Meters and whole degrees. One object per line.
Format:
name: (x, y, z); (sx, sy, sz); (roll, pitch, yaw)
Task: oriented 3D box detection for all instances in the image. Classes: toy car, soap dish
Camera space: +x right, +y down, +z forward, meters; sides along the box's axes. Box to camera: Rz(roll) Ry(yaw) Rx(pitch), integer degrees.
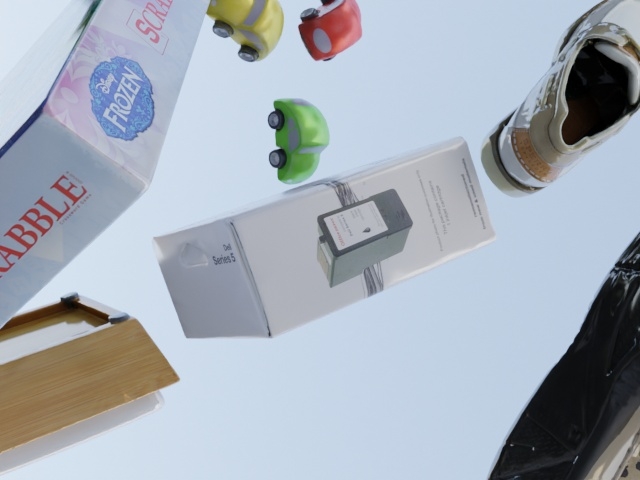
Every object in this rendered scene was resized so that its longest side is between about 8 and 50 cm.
toy car: (-0.021, -0.175, 1.036); (0.053, 0.239, 0.225); (2, -82, 42)
soap dish: (-0.339, 0.157, 1.045); (0.229, 0.291, 0.118); (11, -65, 55)

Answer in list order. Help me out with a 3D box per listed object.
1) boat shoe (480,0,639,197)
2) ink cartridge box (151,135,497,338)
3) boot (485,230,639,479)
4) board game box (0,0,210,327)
boat shoe: (0.285, -0.159, 0.943); (0.113, 0.302, 0.103); (45, -28, -10)
ink cartridge box: (0.000, 0.000, 0.922); (0.198, 0.273, 0.114); (-11, -82, 60)
boot: (0.341, 0.139, 0.747); (0.377, 0.284, 0.138); (-56, -160, 3)
board game box: (-0.205, -0.044, 0.610); (0.319, 0.066, 0.318); (-39, -154, 25)
